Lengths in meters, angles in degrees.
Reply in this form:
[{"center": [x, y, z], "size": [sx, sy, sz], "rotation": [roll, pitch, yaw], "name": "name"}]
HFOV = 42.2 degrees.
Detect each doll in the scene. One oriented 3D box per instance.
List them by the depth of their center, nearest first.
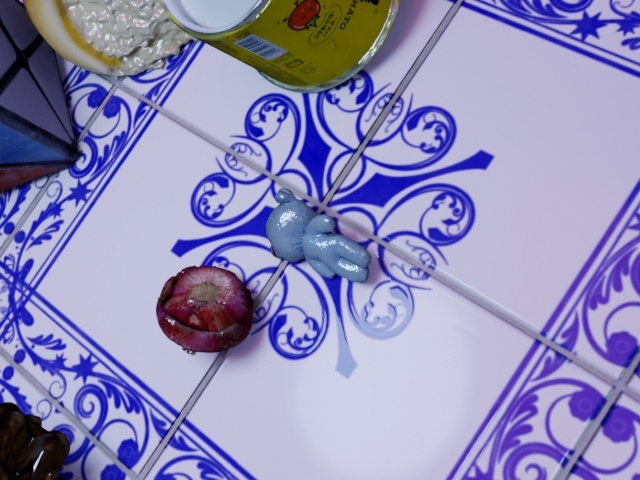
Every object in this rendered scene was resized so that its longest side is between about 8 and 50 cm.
[{"center": [0.001, -0.002, 1.222], "size": [0.179, 0.075, 0.120], "rotation": [21, 121, 18], "name": "doll"}]

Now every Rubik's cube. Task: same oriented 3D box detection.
[{"center": [-0.635, -0.256, 1.415], "size": [0.306, 0.305, 0.310], "rotation": [-19, 76, 9], "name": "Rubik's cube"}]

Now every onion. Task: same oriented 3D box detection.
[{"center": [-0.176, 0.121, 1.243], "size": [0.150, 0.140, 0.150], "rotation": [9, 42, -9], "name": "onion"}]

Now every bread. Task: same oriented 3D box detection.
[{"center": [-0.314, -0.489, 1.458], "size": [0.424, 0.329, 0.245], "rotation": [-39, 21, 6], "name": "bread"}]

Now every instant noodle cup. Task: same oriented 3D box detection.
[{"center": [-0.076, -0.399, 1.236], "size": [0.325, 0.254, 0.326], "rotation": [0, 90, 34], "name": "instant noodle cup"}]

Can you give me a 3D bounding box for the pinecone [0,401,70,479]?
[{"center": [-0.491, 0.406, 1.124], "size": [0.397, 0.397, 0.398], "rotation": [-7, 70, 20], "name": "pinecone"}]
